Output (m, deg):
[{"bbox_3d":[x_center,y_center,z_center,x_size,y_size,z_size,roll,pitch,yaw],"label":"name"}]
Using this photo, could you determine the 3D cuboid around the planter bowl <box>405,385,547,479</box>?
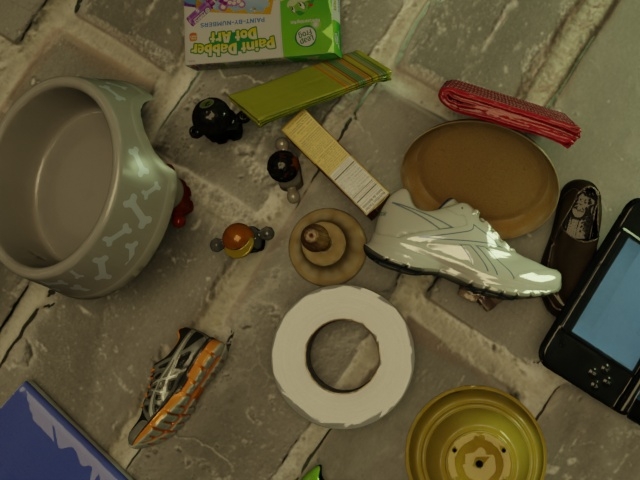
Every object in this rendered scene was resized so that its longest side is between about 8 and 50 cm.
[{"bbox_3d":[0.235,0.329,1.450,0.217,0.090,0.217,0,85,5],"label":"planter bowl"}]

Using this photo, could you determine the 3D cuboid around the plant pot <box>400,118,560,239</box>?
[{"bbox_3d":[0.237,-0.094,1.440,0.236,0.236,0.032,16,50,6],"label":"plant pot"}]

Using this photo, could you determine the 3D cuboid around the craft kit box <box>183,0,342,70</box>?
[{"bbox_3d":[-0.095,-0.402,1.531,0.250,0.061,0.246,-2,92,15],"label":"craft kit box"}]

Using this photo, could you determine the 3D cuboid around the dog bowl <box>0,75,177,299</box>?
[{"bbox_3d":[-0.376,-0.088,1.458,0.349,0.102,0.348,-7,77,33],"label":"dog bowl"}]

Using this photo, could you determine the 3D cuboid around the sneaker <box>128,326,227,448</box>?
[{"bbox_3d":[-0.235,0.231,1.513,0.083,0.084,0.215,35,86,20],"label":"sneaker"}]

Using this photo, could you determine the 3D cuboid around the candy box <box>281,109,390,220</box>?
[{"bbox_3d":[0.027,-0.115,1.495,0.053,0.109,0.186,-44,84,2],"label":"candy box"}]

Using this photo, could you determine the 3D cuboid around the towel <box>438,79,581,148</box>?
[{"bbox_3d":[0.270,-0.189,1.402,0.199,0.275,0.031,19,104,6],"label":"towel"}]

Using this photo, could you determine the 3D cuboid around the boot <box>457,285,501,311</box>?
[{"bbox_3d":[0.239,0.050,1.496,0.118,0.042,0.087,34,90,6],"label":"boot"}]

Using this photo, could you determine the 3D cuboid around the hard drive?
[{"bbox_3d":[-0.420,0.406,1.529,0.319,0.040,0.210,42,90,7],"label":"hard drive"}]

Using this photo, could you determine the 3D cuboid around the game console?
[{"bbox_3d":[0.508,0.124,1.391,0.250,0.173,0.293,32,88,-17],"label":"game console"}]

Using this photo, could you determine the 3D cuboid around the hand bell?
[{"bbox_3d":[0.000,0.000,1.422,0.126,0.242,0.126,-1,85,6],"label":"hand bell"}]

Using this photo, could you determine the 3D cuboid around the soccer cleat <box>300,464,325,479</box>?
[{"bbox_3d":[0.043,0.416,1.477,0.179,0.060,0.072,38,88,10],"label":"soccer cleat"}]

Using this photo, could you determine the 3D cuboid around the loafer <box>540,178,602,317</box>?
[{"bbox_3d":[0.380,0.011,1.467,0.080,0.078,0.220,6,86,6],"label":"loafer"}]

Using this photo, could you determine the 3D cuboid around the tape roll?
[{"bbox_3d":[0.036,0.177,1.490,0.219,0.072,0.219,0,85,4],"label":"tape roll"}]

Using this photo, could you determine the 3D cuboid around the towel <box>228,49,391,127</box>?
[{"bbox_3d":[-0.014,-0.235,1.482,0.237,0.021,0.102,-23,39,-22],"label":"towel"}]

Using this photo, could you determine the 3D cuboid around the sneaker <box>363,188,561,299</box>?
[{"bbox_3d":[0.218,0.010,1.423,0.297,0.111,0.129,17,84,-4],"label":"sneaker"}]

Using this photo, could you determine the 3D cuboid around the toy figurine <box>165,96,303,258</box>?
[{"bbox_3d":[-0.140,-0.090,1.489,0.210,0.148,0.213,35,89,7],"label":"toy figurine"}]
